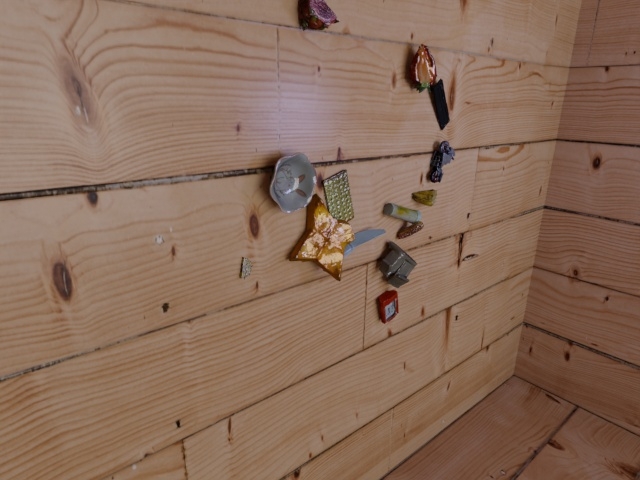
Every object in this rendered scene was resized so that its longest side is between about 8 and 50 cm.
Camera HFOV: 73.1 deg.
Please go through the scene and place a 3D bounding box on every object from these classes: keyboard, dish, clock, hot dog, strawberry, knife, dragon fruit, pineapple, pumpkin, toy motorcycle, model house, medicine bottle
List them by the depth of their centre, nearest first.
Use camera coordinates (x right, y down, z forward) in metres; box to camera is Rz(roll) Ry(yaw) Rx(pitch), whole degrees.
[{"bbox_3d":[-0.020,-0.769,1.486,0.147,0.102,0.096,37,71,-33],"label":"dragon fruit"},{"bbox_3d":[-0.119,-0.218,1.598,0.229,0.081,0.230,-18,116,-41],"label":"dish"},{"bbox_3d":[-0.275,0.103,1.607,0.045,0.019,0.084,5,98,-40],"label":"pineapple"},{"bbox_3d":[0.023,-0.010,1.763,0.258,0.095,0.291,22,88,-25],"label":"pumpkin"},{"bbox_3d":[0.442,-0.754,1.913,0.192,0.085,0.140,41,84,-37],"label":"strawberry"},{"bbox_3d":[0.153,0.008,1.921,0.331,0.080,0.044,-29,144,-29],"label":"knife"},{"bbox_3d":[0.397,-0.132,2.097,0.218,0.073,0.074,11,97,-41],"label":"medicine bottle"},{"bbox_3d":[0.589,-0.659,2.107,0.087,0.017,0.251,-50,138,-18],"label":"keyboard"},{"bbox_3d":[0.382,0.131,2.141,0.229,0.122,0.188,35,85,-39],"label":"model house"},{"bbox_3d":[0.449,-0.047,2.148,0.144,0.038,0.062,-30,147,13],"label":"hot dog"},{"bbox_3d":[0.619,-0.397,2.202,0.122,0.080,0.216,3,107,-40],"label":"toy motorcycle"},{"bbox_3d":[0.346,0.340,2.221,0.113,0.061,0.155,-31,126,-31],"label":"clock"}]

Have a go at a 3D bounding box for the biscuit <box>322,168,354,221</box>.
[{"bbox_3d":[0.081,-0.172,1.834,0.139,0.016,0.232,-32,124,-30],"label":"biscuit"}]

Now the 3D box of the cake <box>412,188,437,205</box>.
[{"bbox_3d":[0.532,-0.217,2.212,0.185,0.116,0.080,-50,146,-61],"label":"cake"}]

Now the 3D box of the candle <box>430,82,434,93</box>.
[{"bbox_3d":[0.510,-0.754,2.017,0.026,0.021,0.167,-50,131,-18],"label":"candle"}]
